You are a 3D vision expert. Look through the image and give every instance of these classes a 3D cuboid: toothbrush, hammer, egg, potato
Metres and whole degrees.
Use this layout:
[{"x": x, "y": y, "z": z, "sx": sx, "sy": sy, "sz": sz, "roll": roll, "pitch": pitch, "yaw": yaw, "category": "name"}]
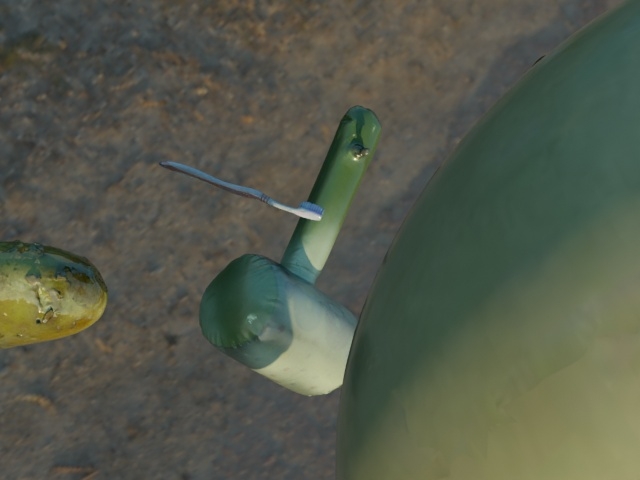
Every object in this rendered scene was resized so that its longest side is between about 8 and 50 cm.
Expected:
[{"x": -0.088, "y": -0.057, "z": 1.471, "sx": 0.193, "sy": 0.013, "sz": 0.019, "roll": 18, "pitch": 54, "yaw": 5, "category": "toothbrush"}, {"x": 0.000, "y": 0.000, "z": 1.518, "sx": 0.206, "sy": 0.119, "sz": 0.335, "roll": 34, "pitch": 75, "yaw": -47, "category": "hammer"}, {"x": 0.145, "y": 0.065, "z": 0.483, "sx": 0.278, "sy": 0.336, "sz": 0.278, "roll": 30, "pitch": 33, "yaw": -22, "category": "egg"}, {"x": -0.243, "y": 0.040, "z": 0.946, "sx": 0.105, "sy": 0.188, "sz": 0.085, "roll": 42, "pitch": 48, "yaw": -71, "category": "potato"}]

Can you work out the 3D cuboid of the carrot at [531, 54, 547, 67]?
[{"x": 0.263, "y": -0.123, "z": 1.272, "sx": 0.161, "sy": 0.055, "sz": 0.055, "roll": 31, "pitch": 49, "yaw": -28, "category": "carrot"}]
